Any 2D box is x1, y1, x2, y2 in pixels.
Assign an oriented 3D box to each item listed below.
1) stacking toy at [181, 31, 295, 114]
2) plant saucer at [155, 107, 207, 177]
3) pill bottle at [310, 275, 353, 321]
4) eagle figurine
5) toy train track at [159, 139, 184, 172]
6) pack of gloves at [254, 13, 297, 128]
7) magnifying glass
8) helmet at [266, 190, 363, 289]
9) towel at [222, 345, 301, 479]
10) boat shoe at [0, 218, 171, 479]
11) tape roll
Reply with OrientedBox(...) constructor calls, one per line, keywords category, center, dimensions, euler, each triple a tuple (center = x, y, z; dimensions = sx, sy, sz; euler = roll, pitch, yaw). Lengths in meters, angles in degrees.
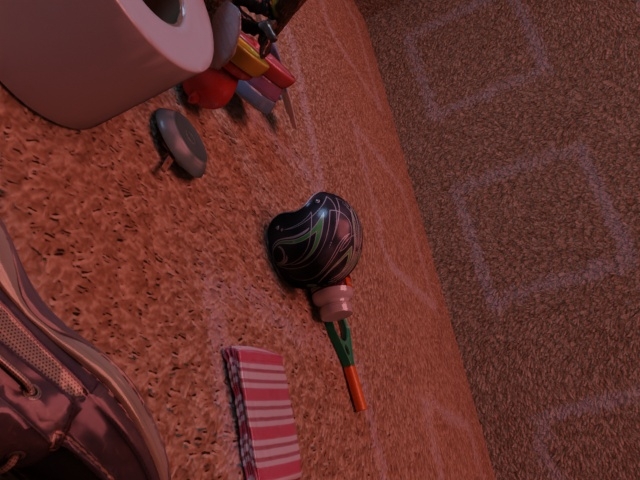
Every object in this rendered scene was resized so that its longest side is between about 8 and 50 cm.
OrientedBox(category="stacking toy", center=(-0.202, -0.342, 1.138), dimensions=(0.279, 0.130, 0.309), euler=(44, 13, 8))
OrientedBox(category="plant saucer", center=(-0.204, -0.152, 0.945), dimensions=(0.119, 0.021, 0.119), euler=(58, 12, -19))
OrientedBox(category="pill bottle", center=(0.019, 0.082, 1.253), dimensions=(0.086, 0.086, 0.152), euler=(35, 38, -60))
OrientedBox(category="eagle figurine", center=(-0.168, -0.392, 0.880), dimensions=(0.298, 0.226, 0.225), euler=(37, 2, -14))
OrientedBox(category="toy train track", center=(-0.220, -0.115, 0.896), dimensions=(0.048, 0.014, 0.083), euler=(54, 17, -23))
OrientedBox(category="pack of gloves", center=(-0.119, -0.383, 1.374), dimensions=(0.195, 0.046, 0.232), euler=(-118, -169, -48))
OrientedBox(category="magnifying glass", center=(0.054, 0.236, 1.285), dimensions=(0.092, 0.026, 0.231), euler=(24, 48, -65))
OrientedBox(category="helmet", center=(0.000, 0.000, 1.154), dimensions=(0.169, 0.161, 0.169), euler=(48, 30, -40))
OrientedBox(category="towel", center=(-0.080, 0.251, 0.890), dimensions=(0.144, 0.029, 0.197), euler=(30, 45, -63))
OrientedBox(category="boat shoe", center=(-0.248, 0.107, 0.444), dimensions=(0.355, 0.132, 0.130), euler=(56, 30, -11))
OrientedBox(category="tape roll", center=(-0.260, -0.272, 0.713), dimensions=(0.246, 0.169, 0.246), euler=(55, 22, -36))
